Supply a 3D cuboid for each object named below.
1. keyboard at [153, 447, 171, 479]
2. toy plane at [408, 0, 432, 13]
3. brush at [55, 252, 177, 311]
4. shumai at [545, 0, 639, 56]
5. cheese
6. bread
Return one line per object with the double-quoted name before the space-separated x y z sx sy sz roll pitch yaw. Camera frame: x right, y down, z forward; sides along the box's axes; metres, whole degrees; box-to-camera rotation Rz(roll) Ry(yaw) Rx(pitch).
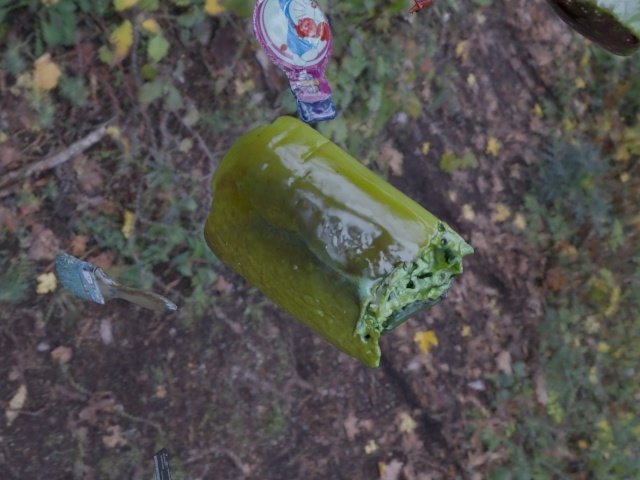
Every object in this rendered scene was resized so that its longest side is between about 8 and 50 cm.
"keyboard" -0.262 0.435 1.603 0.053 0.010 0.155 -13 94 -79
"toy plane" 0.102 -0.403 1.375 0.194 0.126 0.077 7 63 -33
"brush" -0.263 0.063 1.219 0.021 0.196 0.070 -51 144 -41
"shumai" 0.368 -0.341 1.025 0.309 0.263 0.304 44 39 -13
"cheese" -0.021 -0.182 0.899 0.095 0.038 0.145 -13 84 -38
"bread" 0.000 0.000 1.367 0.376 0.251 0.208 38 39 17
